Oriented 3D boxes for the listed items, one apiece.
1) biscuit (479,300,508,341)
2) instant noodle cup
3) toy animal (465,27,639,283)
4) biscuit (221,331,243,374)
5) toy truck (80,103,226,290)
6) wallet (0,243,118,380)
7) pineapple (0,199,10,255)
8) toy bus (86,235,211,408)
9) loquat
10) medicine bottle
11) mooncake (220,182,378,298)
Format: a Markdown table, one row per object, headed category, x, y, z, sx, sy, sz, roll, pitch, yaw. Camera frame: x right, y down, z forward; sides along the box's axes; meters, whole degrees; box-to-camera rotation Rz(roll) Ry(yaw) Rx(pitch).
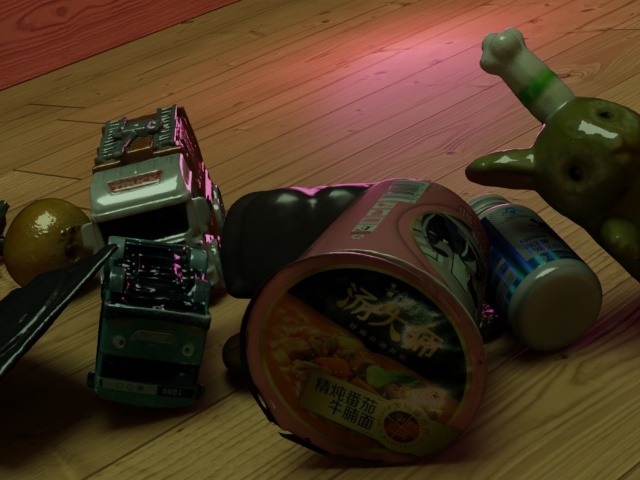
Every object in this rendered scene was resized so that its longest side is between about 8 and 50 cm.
| category | x | y | z | sx | sy | sz | roll | pitch | yaw |
| --- | --- | --- | --- | --- | --- | --- | --- | --- | --- |
| biscuit | 0.140 | 0.091 | 1.611 | 0.237 | 0.026 | 0.131 | -25 | 24 | -28 |
| instant noodle cup | 0.068 | 0.060 | 1.416 | 0.244 | 0.244 | 0.255 | -6 | 23 | 20 |
| toy animal | 0.308 | -0.067 | 1.478 | 0.181 | 0.363 | 0.180 | -60 | 15 | -12 |
| biscuit | -0.017 | 0.097 | 1.620 | 0.212 | 0.036 | 0.212 | -22 | 7 | 3 |
| toy truck | -0.232 | -0.055 | 1.995 | 0.173 | 0.207 | 0.387 | -14 | 19 | -1 |
| wallet | -0.372 | 0.114 | 1.647 | 0.247 | 0.041 | 0.323 | -50 | 15 | -33 |
| pineapple | -0.580 | 0.012 | 2.135 | 0.170 | 0.141 | 0.310 | 33 | 32 | 13 |
| toy bus | -0.194 | 0.092 | 1.644 | 0.128 | 0.147 | 0.256 | 7 | 16 | -9 |
| loquat | -0.378 | 0.008 | 2.023 | 0.141 | 0.141 | 0.141 | -12 | 19 | 4 |
| medicine bottle | 0.216 | 0.028 | 1.552 | 0.107 | 0.107 | 0.191 | -18 | 35 | -12 |
| mooncake | 0.000 | 0.000 | 1.736 | 0.245 | 0.133 | 0.245 | -4 | 1 | 0 |
